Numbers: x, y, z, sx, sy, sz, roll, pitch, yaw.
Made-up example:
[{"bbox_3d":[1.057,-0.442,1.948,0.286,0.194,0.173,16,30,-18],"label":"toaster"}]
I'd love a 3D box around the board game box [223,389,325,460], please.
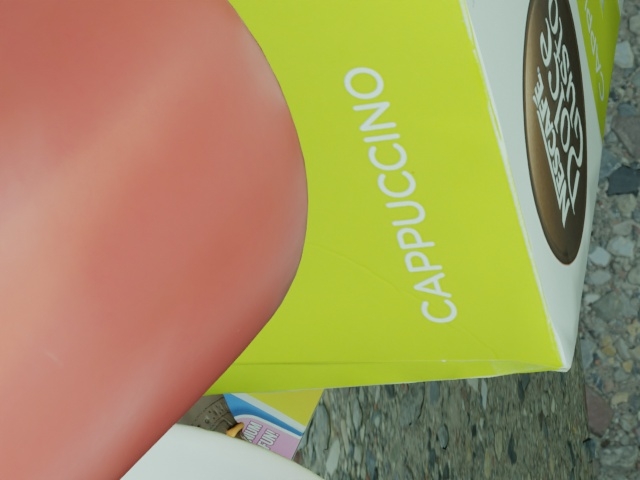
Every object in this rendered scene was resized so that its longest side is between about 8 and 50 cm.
[{"bbox_3d":[0.000,0.000,1.205,0.242,0.064,0.316,-73,-176,-48],"label":"board game box"}]

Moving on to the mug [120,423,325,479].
[{"bbox_3d":[-0.111,0.261,0.809,0.374,0.276,0.328,-119,-156,-57],"label":"mug"}]

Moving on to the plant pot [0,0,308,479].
[{"bbox_3d":[-0.175,0.022,0.664,0.243,0.275,0.275,-58,141,-44],"label":"plant pot"}]

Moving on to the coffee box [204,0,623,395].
[{"bbox_3d":[-0.055,-0.152,0.888,0.334,0.338,0.337,-73,151,-48],"label":"coffee box"}]

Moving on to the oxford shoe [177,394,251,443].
[{"bbox_3d":[-0.064,0.144,1.077,0.130,0.132,0.364,-30,115,-75],"label":"oxford shoe"}]
